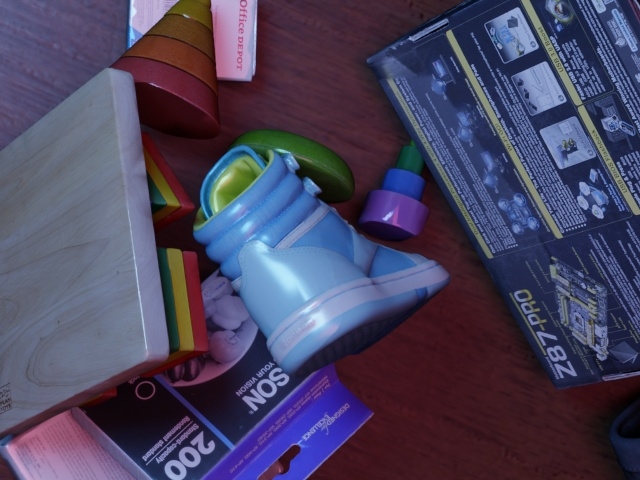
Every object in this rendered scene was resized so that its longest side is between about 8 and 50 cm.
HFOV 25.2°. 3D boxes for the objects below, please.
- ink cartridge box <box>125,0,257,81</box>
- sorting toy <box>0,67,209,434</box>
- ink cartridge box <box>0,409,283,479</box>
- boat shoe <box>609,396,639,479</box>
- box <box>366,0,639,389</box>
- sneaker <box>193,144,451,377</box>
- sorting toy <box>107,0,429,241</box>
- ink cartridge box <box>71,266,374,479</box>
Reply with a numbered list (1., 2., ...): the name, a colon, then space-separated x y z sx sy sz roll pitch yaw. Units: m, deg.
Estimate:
1. ink cartridge box: -0.125 -0.200 1.384 0.122 0.052 0.089 2 93 -11
2. sorting toy: -0.203 0.019 1.271 0.089 0.257 0.255 6 67 -40
3. ink cartridge box: -0.176 0.214 1.409 0.224 0.056 0.181 -33 99 -23
4. boat shoe: 0.503 0.108 1.455 0.500 0.187 0.156 -39 105 -1
5. box: 0.257 -0.063 1.330 0.097 0.318 0.395 -37 99 -39
6. sneaker: 0.000 0.000 1.320 0.127 0.319 0.208 -40 80 16
7. sorting toy: -0.032 -0.123 1.360 0.365 0.127 0.126 26 73 -28
8. ink cartridge box: -0.092 0.155 1.343 0.208 0.045 0.206 40 68 20
